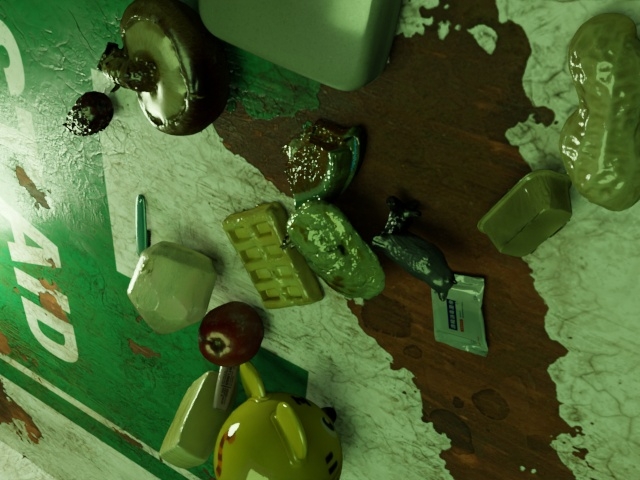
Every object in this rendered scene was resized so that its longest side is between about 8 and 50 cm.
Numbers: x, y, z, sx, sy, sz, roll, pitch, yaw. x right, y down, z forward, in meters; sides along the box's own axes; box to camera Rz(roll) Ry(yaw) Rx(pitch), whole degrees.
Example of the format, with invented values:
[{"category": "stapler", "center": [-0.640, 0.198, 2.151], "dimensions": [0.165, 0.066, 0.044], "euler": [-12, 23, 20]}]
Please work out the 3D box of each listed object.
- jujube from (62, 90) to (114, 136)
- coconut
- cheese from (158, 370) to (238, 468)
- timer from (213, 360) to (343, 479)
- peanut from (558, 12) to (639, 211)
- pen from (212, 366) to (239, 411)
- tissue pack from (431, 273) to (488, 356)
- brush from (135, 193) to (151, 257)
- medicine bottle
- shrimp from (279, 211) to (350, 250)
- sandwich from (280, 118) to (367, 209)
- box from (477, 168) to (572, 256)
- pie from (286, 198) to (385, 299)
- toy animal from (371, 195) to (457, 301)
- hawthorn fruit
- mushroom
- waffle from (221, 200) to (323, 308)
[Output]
[{"category": "jujube", "center": [-0.568, -0.311, 1.657], "dimensions": [0.166, 0.104, 0.104], "euler": [-12, 112, 52]}, {"category": "coconut", "center": [-0.380, 0.126, 1.713], "dimensions": [0.224, 0.234, 0.224], "euler": [21, 169, 4]}, {"category": "cheese", "center": [-0.350, 0.518, 1.923], "dimensions": [0.124, 0.242, 0.265], "euler": [25, 150, -13]}, {"category": "timer", "center": [-0.108, 0.529, 1.742], "dimensions": [0.376, 0.376, 0.386], "euler": [9, 114, 31]}, {"category": "peanut", "center": [0.426, -0.186, 0.998], "dimensions": [0.136, 0.120, 0.298], "euler": [6, 120, 28]}, {"category": "pen", "center": [-0.254, 0.369, 1.847], "dimensions": [0.053, 0.197, 0.032], "euler": [17, 158, -18]}, {"category": "tissue pack", "center": [0.287, 0.150, 1.396], "dimensions": [0.123, 0.026, 0.193], "euler": [9, 124, 32]}, {"category": "brush", "center": [-0.481, -0.038, 1.828], "dimensions": [0.043, 0.032, 0.193], "euler": [21, 118, 29]}, {"category": "medicine bottle", "center": [-0.045, -0.428, 1.167], "dimensions": [0.375, 0.123, 0.282], "euler": [28, 131, 19]}, {"category": "shrimp", "center": [0.000, -0.001, 1.480], "dimensions": [0.178, 0.034, 0.124], "euler": [-35, 111, 26]}, {"category": "sandwich", "center": [0.002, -0.153, 1.355], "dimensions": [0.235, 0.079, 0.159], "euler": [-29, 100, 45]}, {"category": "box", "center": [0.356, -0.049, 1.158], "dimensions": [0.111, 0.111, 0.177], "euler": [42, 134, 4]}, {"category": "pie", "center": [0.025, 0.030, 1.382], "dimensions": [0.248, 0.090, 0.201], "euler": [50, 153, -15]}, {"category": "toy animal", "center": [0.174, 0.022, 1.276], "dimensions": [0.210, 0.117, 0.121], "euler": [57, 141, 40]}, {"category": "hawthorn fruit", "center": [-0.237, 0.245, 1.742], "dimensions": [0.173, 0.173, 0.172], "euler": [19, 129, 25]}, {"category": "mushroom", "center": [-0.311, -0.358, 1.390], "dimensions": [0.278, 0.163, 0.297], "euler": [14, 128, 18]}, {"category": "waffle", "center": [-0.113, 0.045, 1.592], "dimensions": [0.168, 0.057, 0.274], "euler": [-9, 113, 39]}]
